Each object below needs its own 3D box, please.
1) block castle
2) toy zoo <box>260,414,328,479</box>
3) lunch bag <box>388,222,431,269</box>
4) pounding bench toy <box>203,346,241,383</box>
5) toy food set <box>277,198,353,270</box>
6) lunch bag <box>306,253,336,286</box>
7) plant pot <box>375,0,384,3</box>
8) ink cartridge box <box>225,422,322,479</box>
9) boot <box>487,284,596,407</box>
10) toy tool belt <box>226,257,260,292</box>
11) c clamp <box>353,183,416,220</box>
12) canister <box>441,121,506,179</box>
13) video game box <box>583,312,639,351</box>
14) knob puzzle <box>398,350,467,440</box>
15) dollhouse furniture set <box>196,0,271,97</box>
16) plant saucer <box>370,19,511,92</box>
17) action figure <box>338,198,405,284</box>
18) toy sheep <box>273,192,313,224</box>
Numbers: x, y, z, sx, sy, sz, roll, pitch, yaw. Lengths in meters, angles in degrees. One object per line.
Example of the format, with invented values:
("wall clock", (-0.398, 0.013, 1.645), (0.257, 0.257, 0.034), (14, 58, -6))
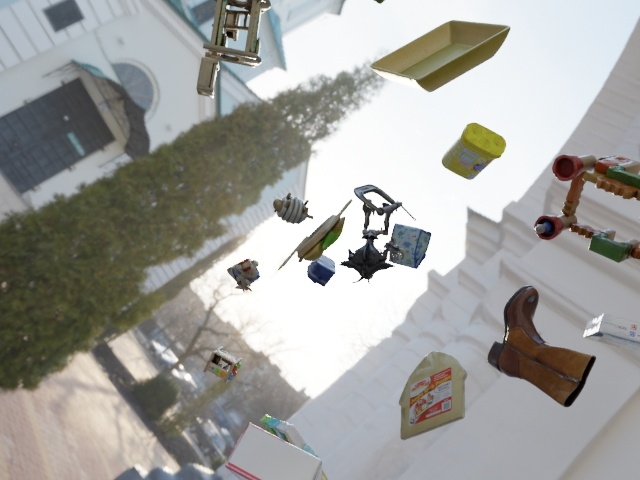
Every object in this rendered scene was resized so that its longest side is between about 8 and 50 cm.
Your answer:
("block castle", (0.900, -0.071, 1.685), (0.453, 0.213, 0.302), (35, -51, 44))
("toy zoo", (-0.076, 0.618, 1.640), (0.192, 0.030, 0.293), (59, -25, -5))
("lunch bag", (0.328, 0.023, 2.069), (0.129, 0.151, 0.096), (15, -3, 43))
("pounding bench toy", (-0.213, 0.281, 1.266), (0.065, 0.052, 0.083), (27, 7, 8))
("toy food set", (0.000, 0.000, 1.119), (0.038, 0.132, 0.192), (45, -41, -6))
("lunch bag", (0.000, 0.087, 1.561), (0.067, 0.065, 0.098), (31, 20, -11))
("plant pot", (0.195, -0.787, 1.736), (0.083, 0.083, 0.079), (52, -46, 6))
("ink cartridge box", (-0.082, 0.447, 1.074), (0.159, 0.092, 0.218), (23, -28, 12))
("boot", (0.594, 0.266, 1.473), (0.096, 0.264, 0.280), (33, -6, -25))
("toy tool belt", (-0.113, 0.055, 0.862), (0.051, 0.052, 0.083), (63, -18, -2))
("c clamp", (0.149, -0.090, 1.314), (0.137, 0.161, 0.022), (47, -60, 19))
("canister", (0.437, -0.253, 1.606), (0.126, 0.073, 0.170), (27, -23, -2))
("video game box", (0.678, 0.210, 1.186), (0.187, 0.048, 0.205), (13, -9, 19))
("knob puzzle", (0.251, 0.330, 1.223), (0.030, 0.213, 0.213), (35, -13, -20))
("dollhouse furniture set", (-0.157, -0.338, 1.024), (0.161, 0.101, 0.181), (-174, -86, -82))
("plant saucer", (0.367, -0.565, 1.725), (0.081, 0.333, 0.332), (63, -7, -30))
("action figure", (0.153, 0.022, 1.562), (0.164, 0.275, 0.141), (-1, -33, 27))
("toy sheep", (-0.078, -0.088, 1.620), (0.132, 0.091, 0.091), (23, -12, -17))
